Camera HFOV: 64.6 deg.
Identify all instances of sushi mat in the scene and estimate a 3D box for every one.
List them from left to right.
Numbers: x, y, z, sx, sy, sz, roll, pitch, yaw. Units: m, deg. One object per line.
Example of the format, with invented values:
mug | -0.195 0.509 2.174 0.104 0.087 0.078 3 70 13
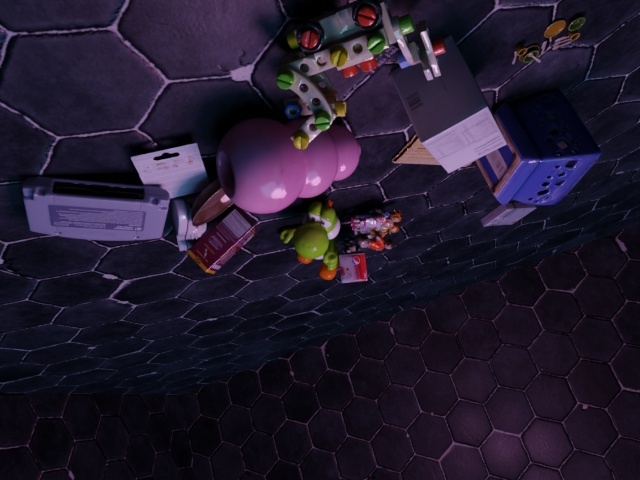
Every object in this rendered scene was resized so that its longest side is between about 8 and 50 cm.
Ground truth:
sushi mat | 0.366 -0.265 1.470 0.317 0.019 0.151 -3 152 -34

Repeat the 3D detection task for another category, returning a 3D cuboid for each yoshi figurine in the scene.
yoshi figurine | -0.022 0.016 1.614 0.204 0.203 0.362 -9 154 -4

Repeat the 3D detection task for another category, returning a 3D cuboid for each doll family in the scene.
doll family | 0.194 -0.058 1.725 0.163 0.118 0.263 -2 155 8

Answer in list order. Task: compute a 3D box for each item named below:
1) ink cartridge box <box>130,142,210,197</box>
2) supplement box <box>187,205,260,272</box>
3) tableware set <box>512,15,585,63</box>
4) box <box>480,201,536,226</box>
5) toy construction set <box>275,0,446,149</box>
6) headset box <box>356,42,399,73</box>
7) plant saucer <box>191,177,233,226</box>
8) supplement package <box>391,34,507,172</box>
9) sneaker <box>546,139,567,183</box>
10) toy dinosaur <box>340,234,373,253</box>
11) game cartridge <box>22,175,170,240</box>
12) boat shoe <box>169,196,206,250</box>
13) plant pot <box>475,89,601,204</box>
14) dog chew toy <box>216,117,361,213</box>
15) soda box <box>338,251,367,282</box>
ink cartridge box | -0.337 -0.163 1.151 0.145 0.045 0.179 -14 151 -8
supplement box | -0.264 -0.001 1.400 0.188 0.081 0.104 -44 176 -5
tableware set | 0.515 -0.449 1.146 0.154 0.024 0.104 -19 158 3
box | 0.792 -0.112 2.137 0.186 0.038 0.145 -3 154 -30
toy construction set | 0.061 -0.311 0.905 0.328 0.151 0.215 -21 123 11
headset box | 0.104 -0.371 1.001 0.062 0.032 0.083 7 148 -45
plant saucer | -0.248 -0.113 1.247 0.198 0.036 0.198 -41 177 -3
supplement package | 0.285 -0.289 1.117 0.149 0.194 0.203 -27 156 23
sneaker | 0.751 -0.262 1.695 0.130 0.109 0.286 -13 153 15
toy dinosaur | 0.152 0.006 1.898 0.268 0.064 0.118 -34 160 29
game cartridge | -0.511 -0.064 1.170 0.294 0.060 0.196 4 147 -23
boat shoe | -0.345 -0.044 1.347 0.088 0.096 0.267 -15 159 -18
plant pot | 0.566 -0.240 1.388 0.212 0.236 0.236 -9 151 -15
dog chew toy | -0.057 -0.180 1.129 0.332 0.206 0.206 -16 160 -28
soda box | 0.110 0.086 1.670 0.084 0.092 0.263 -6 179 5
